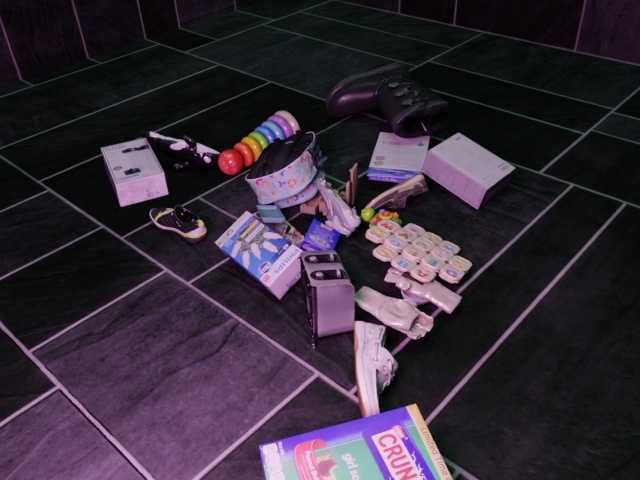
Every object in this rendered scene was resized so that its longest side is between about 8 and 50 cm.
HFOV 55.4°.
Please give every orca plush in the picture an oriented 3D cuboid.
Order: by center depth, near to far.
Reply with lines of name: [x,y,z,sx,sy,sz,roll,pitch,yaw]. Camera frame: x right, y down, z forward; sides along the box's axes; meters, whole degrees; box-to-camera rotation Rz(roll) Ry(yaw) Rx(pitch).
orca plush: [-0.505,-0.305,2.153,0.287,0.151,0.102,22,71,-18]

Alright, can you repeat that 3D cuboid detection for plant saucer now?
plant saucer: [-0.148,-0.078,1.789,0.067,0.018,0.192,1,13,-11]

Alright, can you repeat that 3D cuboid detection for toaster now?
toaster: [0.012,0.135,1.498,0.110,0.185,0.168,-6,29,-9]

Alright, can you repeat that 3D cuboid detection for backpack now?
backpack: [-0.109,-0.212,1.925,0.225,0.191,0.253,-14,24,26]

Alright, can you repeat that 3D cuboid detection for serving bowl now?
serving bowl: [0.247,0.140,1.579,0.083,0.027,0.083,7,35,-5]

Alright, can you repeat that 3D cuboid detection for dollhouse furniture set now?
dollhouse furniture set: [0.028,-0.166,1.929,0.151,0.123,0.144,10,38,16]

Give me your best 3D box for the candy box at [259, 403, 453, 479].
candy box: [0.074,0.464,1.083,0.317,0.122,0.268,-10,37,-12]

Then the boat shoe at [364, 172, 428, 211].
boat shoe: [0.244,-0.134,1.914,0.223,0.080,0.073,-30,86,-14]

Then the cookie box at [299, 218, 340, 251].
cookie box: [0.000,0.000,1.751,0.092,0.040,0.107,28,41,-3]

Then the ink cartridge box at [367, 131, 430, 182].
ink cartridge box: [0.274,-0.277,2.115,0.186,0.065,0.311,7,36,11]

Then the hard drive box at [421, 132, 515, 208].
hard drive box: [0.476,-0.230,1.971,0.232,0.089,0.181,40,51,24]

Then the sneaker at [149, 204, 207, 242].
sneaker: [-0.431,-0.076,1.860,0.235,0.097,0.084,22,43,29]

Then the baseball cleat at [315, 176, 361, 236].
baseball cleat: [0.030,-0.095,1.829,0.072,0.109,0.206,11,33,-54]

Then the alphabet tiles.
alphabet tiles: [0.269,0.024,1.663,0.284,0.021,0.278,29,31,20]

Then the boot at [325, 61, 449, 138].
boot: [0.237,-0.492,2.286,0.367,0.146,0.445,-28,41,4]

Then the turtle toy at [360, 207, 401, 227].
turtle toy: [0.181,-0.059,1.823,0.130,0.066,0.095,16,40,23]

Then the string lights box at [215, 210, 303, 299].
string lights box: [-0.158,0.036,1.674,0.133,0.077,0.260,-47,50,-11]

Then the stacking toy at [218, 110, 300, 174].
stacking toy: [-0.230,-0.341,2.184,0.330,0.141,0.141,-35,47,-30]

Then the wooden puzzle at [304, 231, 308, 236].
wooden puzzle: [-0.018,-0.011,1.822,0.083,0.006,0.049,-9,37,-9]

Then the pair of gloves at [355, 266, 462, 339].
pair of gloves: [0.217,0.140,1.510,0.204,0.042,0.240,33,41,29]

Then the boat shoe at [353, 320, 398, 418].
boat shoe: [0.124,0.277,1.350,0.096,0.098,0.277,-2,35,2]

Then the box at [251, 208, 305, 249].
box: [-0.143,-0.022,1.820,0.114,0.036,0.207,-24,41,-25]

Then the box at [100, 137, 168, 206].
box: [-0.646,-0.242,2.105,0.169,0.087,0.290,-17,39,-18]

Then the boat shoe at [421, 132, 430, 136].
boat shoe: [0.365,-0.470,2.353,0.095,0.079,0.254,-3,36,-1]
